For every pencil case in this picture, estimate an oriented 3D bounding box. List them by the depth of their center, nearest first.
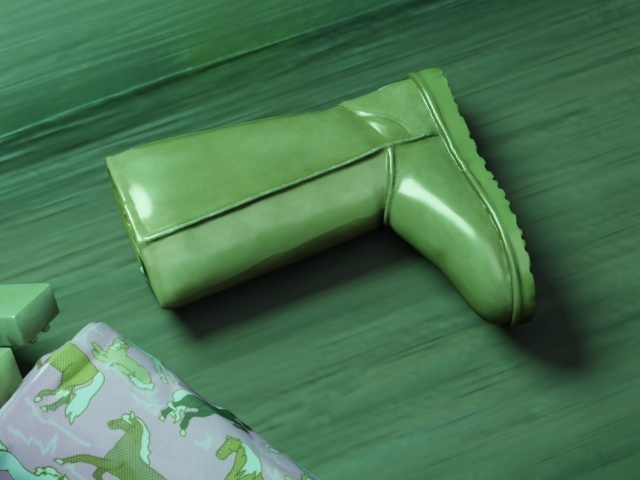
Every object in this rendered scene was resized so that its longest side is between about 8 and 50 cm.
[{"bbox_3d":[-0.052,0.217,1.258,0.386,0.167,0.160,34,92,7],"label":"pencil case"}]

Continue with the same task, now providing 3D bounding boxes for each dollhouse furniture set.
[{"bbox_3d":[-0.272,0.122,1.322,0.144,0.123,0.151,-2,26,28],"label":"dollhouse furniture set"}]

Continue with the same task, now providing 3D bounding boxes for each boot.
[{"bbox_3d":[0.000,0.000,1.389,0.270,0.089,0.236,-18,62,-11],"label":"boot"}]
